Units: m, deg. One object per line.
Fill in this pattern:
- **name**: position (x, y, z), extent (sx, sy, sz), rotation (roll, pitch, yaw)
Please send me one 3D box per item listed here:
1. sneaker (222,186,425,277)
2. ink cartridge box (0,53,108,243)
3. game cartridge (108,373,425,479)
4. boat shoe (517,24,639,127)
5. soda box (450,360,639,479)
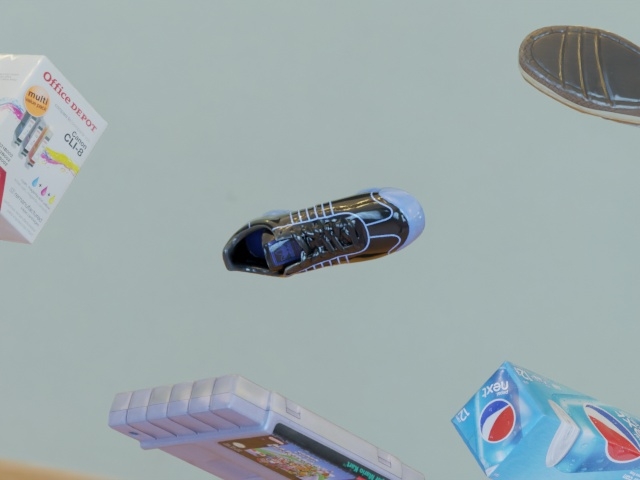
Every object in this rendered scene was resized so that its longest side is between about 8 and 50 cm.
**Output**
- **sneaker**: position (0.000, 0.000, 1.889), extent (0.232, 0.081, 0.090), rotation (-11, 16, 36)
- **ink cartridge box**: position (-0.353, -0.106, 1.952), extent (0.127, 0.176, 0.128), rotation (5, -33, 41)
- **game cartridge**: position (-0.061, 0.265, 2.172), extent (0.230, 0.068, 0.355), rotation (-8, -31, 44)
- **boat shoe**: position (0.246, -0.117, 1.392), extent (0.190, 0.068, 0.072), rotation (18, -14, 2)
- **soda box**: position (0.206, 0.169, 1.412), extent (0.210, 0.071, 0.067), rotation (24, 23, -42)
